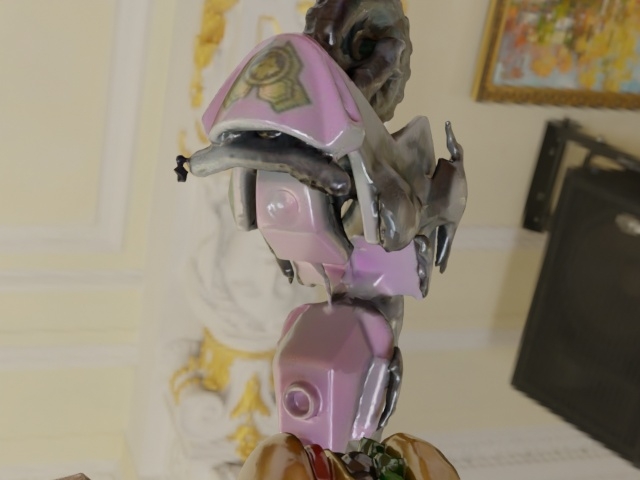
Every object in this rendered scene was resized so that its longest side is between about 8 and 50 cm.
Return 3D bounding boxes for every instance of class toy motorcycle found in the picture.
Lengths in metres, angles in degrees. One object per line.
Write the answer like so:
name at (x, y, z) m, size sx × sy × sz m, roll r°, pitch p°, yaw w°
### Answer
toy motorcycle at (0.000, 0.000, 0.726) m, size 0.143 × 0.327 × 0.188 m, roll 7°, pitch -167°, yaw 28°

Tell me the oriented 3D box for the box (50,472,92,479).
box at (-0.199, 0.198, 0.593) m, size 0.242 × 0.155 × 0.067 m, roll -15°, pitch -123°, yaw 11°

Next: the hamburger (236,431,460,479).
hamburger at (0.010, 0.163, 0.513) m, size 0.115 × 0.162 × 0.162 m, roll 4°, pitch -153°, yaw -10°
